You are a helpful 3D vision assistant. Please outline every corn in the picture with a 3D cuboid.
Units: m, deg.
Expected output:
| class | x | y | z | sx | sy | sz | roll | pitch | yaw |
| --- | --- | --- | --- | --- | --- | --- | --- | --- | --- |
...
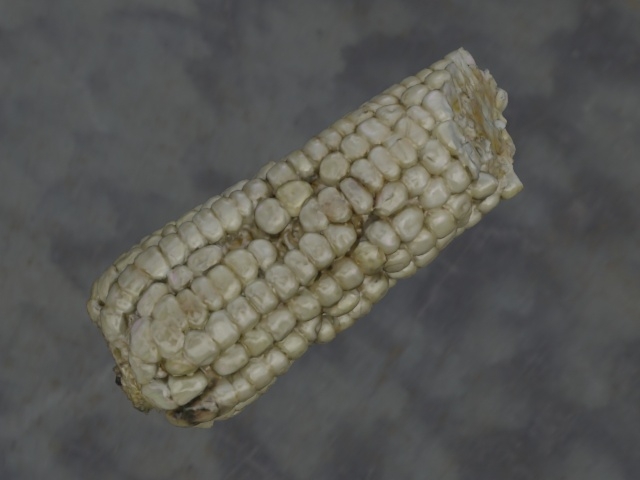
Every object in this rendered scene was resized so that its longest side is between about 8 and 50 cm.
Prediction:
| class | x | y | z | sx | sy | sz | roll | pitch | yaw |
| --- | --- | --- | --- | --- | --- | --- | --- | --- | --- |
| corn | 0.000 | 0.000 | 0.844 | 0.211 | 0.087 | 0.087 | -34 | 78 | 0 |
